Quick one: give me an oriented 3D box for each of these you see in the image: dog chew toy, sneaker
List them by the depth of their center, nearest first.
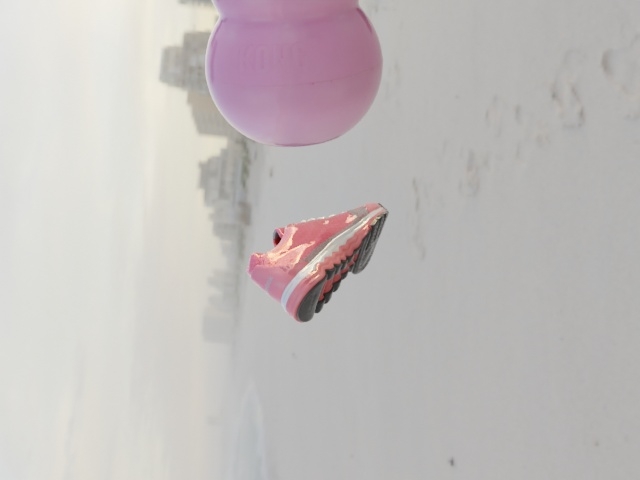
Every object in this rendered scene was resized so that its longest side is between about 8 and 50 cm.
[{"bbox_3d":[-0.037,-0.279,1.044,0.206,0.207,0.331,-94,-1,-67],"label":"dog chew toy"},{"bbox_3d":[0.000,0.000,1.459,0.314,0.136,0.115,-40,-25,-51],"label":"sneaker"}]
